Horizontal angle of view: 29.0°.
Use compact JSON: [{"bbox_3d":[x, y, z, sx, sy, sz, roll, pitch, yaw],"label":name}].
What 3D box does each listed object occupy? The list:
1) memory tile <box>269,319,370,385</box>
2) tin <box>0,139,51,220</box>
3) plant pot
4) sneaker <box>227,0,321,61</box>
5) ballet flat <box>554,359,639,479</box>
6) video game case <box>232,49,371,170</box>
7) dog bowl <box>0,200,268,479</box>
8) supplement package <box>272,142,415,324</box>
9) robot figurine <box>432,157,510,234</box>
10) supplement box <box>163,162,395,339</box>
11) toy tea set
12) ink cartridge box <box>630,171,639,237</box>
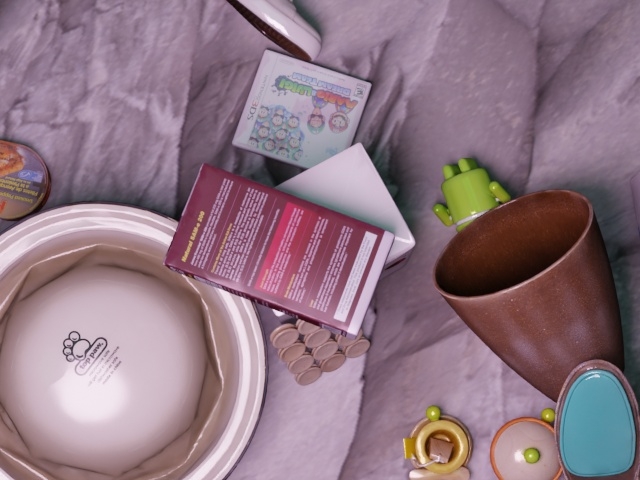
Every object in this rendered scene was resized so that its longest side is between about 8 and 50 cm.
[{"bbox_3d":[0.000,0.131,1.599,0.113,0.148,0.012,-30,55,-3],"label":"memory tile"},{"bbox_3d":[-0.462,-0.087,1.688,0.190,0.040,0.106,13,78,3],"label":"tin"},{"bbox_3d":[0.288,0.091,1.561,0.215,0.215,0.230,-33,113,-4],"label":"plant pot"},{"bbox_3d":[-0.086,-0.372,1.688,0.290,0.106,0.123,44,87,8],"label":"sneaker"},{"bbox_3d":[0.355,0.282,1.549,0.107,0.106,0.316,-2,107,16],"label":"ballet flat"},{"bbox_3d":[-0.025,-0.173,1.702,0.157,0.019,0.143,19,82,3],"label":"video game case"},{"bbox_3d":[-0.277,0.162,1.560,0.408,0.150,0.408,1,83,-10],"label":"dog bowl"},{"bbox_3d":[0.000,0.000,1.583,0.194,0.203,0.149,-27,82,-2],"label":"supplement package"},{"bbox_3d":[0.203,-0.052,1.655,0.101,0.067,0.115,-22,82,25],"label":"robot figurine"},{"bbox_3d":[-0.047,0.014,1.442,0.239,0.073,0.130,21,82,3],"label":"supplement box"},{"bbox_3d":[0.220,0.370,1.563,0.200,0.124,0.336,-6,81,0],"label":"toy tea set"},{"bbox_3d":[0.531,-0.033,1.637,0.203,0.086,0.148,-7,82,-1],"label":"ink cartridge box"}]
